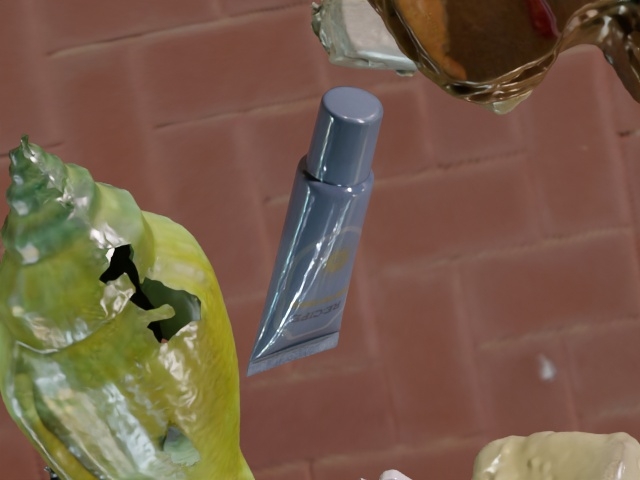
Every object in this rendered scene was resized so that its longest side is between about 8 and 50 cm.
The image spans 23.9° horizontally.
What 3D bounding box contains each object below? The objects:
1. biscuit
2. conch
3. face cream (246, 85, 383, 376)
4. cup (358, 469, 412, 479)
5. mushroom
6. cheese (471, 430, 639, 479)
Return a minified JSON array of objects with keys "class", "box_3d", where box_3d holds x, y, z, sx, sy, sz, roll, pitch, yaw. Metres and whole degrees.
[{"class":"biscuit","box_3d":[0.158,-0.152,0.902,0.277,0.052,0.262,-8,64,-22]},{"class":"conch","box_3d":[-0.081,0.044,0.603,0.095,0.079,0.201,-14,110,-9]},{"class":"face cream","box_3d":[0.000,0.000,1.725,0.135,0.086,0.385,-17,137,-33]},{"class":"cup","box_3d":[0.082,0.280,1.531,0.116,0.074,0.104,17,120,0]},{"class":"mushroom","box_3d":[0.115,-0.221,1.743,0.278,0.096,0.099,21,119,11]},{"class":"cheese","box_3d":[0.183,0.273,1.224,0.159,0.263,0.093,-15,130,40]}]
